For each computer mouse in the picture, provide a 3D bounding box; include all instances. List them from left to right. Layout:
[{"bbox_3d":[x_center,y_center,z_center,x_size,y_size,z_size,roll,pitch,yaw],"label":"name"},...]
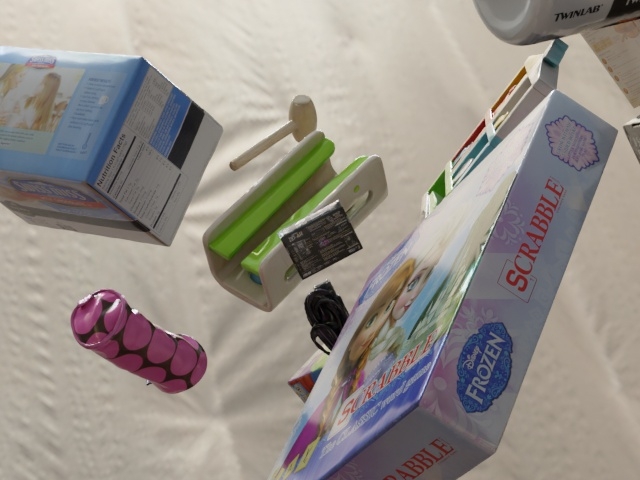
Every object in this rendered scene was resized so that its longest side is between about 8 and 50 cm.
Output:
[{"bbox_3d":[0.126,0.102,1.755,0.072,0.272,0.188,-33,-80,-58],"label":"computer mouse"}]

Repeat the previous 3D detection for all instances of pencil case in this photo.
[{"bbox_3d":[-0.237,0.129,1.896,0.209,0.095,0.098,43,-166,-55],"label":"pencil case"}]

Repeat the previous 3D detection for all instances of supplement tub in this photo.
[{"bbox_3d":[0.369,-0.379,1.874,0.338,0.207,0.207,-15,-126,-21],"label":"supplement tub"}]

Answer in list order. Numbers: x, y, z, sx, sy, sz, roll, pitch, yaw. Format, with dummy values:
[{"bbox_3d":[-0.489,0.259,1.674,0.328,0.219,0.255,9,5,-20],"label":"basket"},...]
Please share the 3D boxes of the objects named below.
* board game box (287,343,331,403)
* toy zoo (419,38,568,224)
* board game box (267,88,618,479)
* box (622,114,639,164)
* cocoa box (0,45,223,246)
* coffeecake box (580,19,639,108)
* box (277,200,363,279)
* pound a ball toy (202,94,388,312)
[{"bbox_3d":[0.098,0.186,2.133,0.142,0.275,0.144,49,-122,-6],"label":"board game box"},{"bbox_3d":[0.228,-0.140,1.912,0.030,0.293,0.192,36,-165,-5],"label":"toy zoo"},{"bbox_3d":[0.078,0.082,1.134,0.066,0.318,0.318,34,-129,-7],"label":"board game box"},{"bbox_3d":[0.490,-0.017,1.754,0.322,0.079,0.257,64,177,-3],"label":"box"},{"bbox_3d":[-0.383,-0.155,2.356,0.347,0.231,0.228,9,159,37],"label":"cocoa box"},{"bbox_3d":[0.457,-0.298,2.127,0.185,0.068,0.142,53,164,-4],"label":"coffeecake box"},{"bbox_3d":[0.000,0.000,1.740,0.067,0.083,0.018,62,179,-31],"label":"box"},{"bbox_3d":[-0.047,-0.055,2.211,0.208,0.135,0.319,26,-123,32],"label":"pound a ball toy"}]
